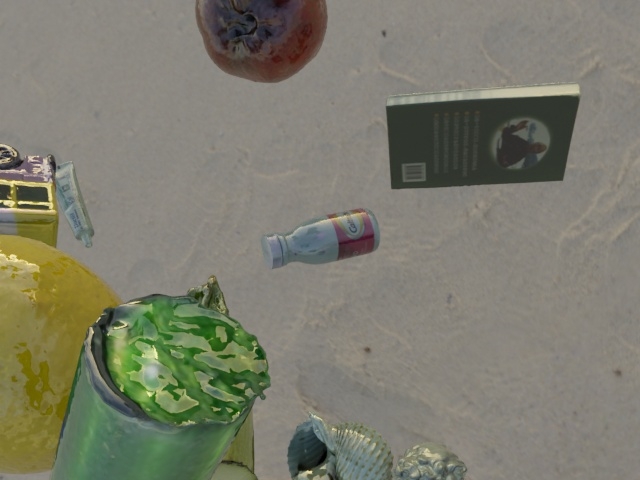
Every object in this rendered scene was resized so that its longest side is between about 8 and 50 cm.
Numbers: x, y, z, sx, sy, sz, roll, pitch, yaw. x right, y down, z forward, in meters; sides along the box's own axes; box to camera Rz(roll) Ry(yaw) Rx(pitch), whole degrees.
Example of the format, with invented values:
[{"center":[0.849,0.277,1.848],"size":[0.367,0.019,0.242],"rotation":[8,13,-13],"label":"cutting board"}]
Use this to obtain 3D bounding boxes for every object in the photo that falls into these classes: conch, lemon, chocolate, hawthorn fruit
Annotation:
[{"center":[0.034,0.323,1.057],"size":[0.153,0.102,0.135],"rotation":[26,74,42],"label":"conch"},{"center":[-0.314,0.117,0.765],"size":[0.233,0.288,0.233],"rotation":[-43,18,18],"label":"lemon"},{"center":[-0.132,0.171,0.479],"size":[0.110,0.110,0.291],"rotation":[49,127,33],"label":"chocolate"},{"center":[-0.104,-0.484,1.613],"size":[0.284,0.369,0.285],"rotation":[3,98,18],"label":"hawthorn fruit"}]

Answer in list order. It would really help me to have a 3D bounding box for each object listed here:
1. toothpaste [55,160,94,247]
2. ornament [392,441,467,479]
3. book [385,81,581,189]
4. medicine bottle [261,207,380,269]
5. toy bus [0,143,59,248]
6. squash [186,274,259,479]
[{"center":[-0.523,-0.076,1.554],"size":[0.064,0.041,0.218],"rotation":[-23,65,-13],"label":"toothpaste"},{"center":[0.195,0.460,1.161],"size":[0.120,0.130,0.285],"rotation":[-14,92,20],"label":"ornament"},{"center":[0.323,-0.205,1.504],"size":[0.370,0.260,0.043],"rotation":[-2,53,6],"label":"book"},{"center":[0.000,0.000,1.390],"size":[0.216,0.090,0.090],"rotation":[-13,56,-19],"label":"medicine bottle"},{"center":[-0.642,-0.015,1.135],"size":[0.249,0.439,0.209],"rotation":[-121,41,-49],"label":"toy bus"},{"center":[-0.111,0.165,0.763],"size":[0.137,0.137,0.287],"rotation":[-11,39,18],"label":"squash"}]
